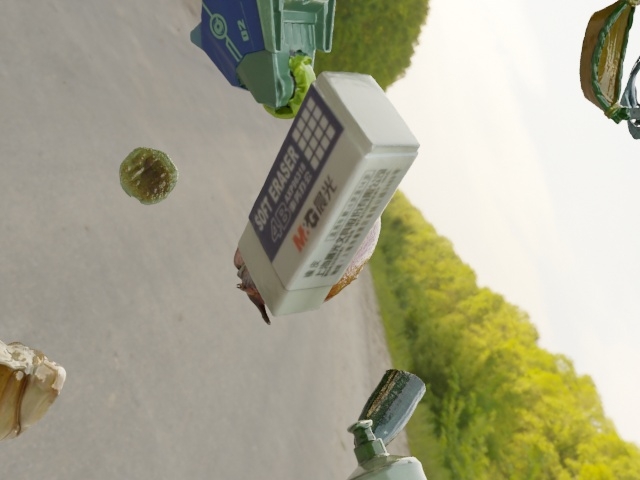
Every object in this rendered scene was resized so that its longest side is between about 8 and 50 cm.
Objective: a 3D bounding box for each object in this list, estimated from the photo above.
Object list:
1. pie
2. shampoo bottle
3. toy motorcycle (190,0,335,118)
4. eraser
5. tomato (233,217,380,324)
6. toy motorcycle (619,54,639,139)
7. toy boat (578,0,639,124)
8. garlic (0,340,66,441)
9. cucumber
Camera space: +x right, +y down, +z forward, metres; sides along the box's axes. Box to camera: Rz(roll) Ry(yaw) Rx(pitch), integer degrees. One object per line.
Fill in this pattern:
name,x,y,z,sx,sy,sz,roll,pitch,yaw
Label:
pie,-0.240,-0.091,1.063,0.084,0.084,0.020,64,3,8
shampoo bottle,0.080,0.284,0.731,0.118,0.087,0.234,66,2,-67
toy motorcycle,-0.087,-0.335,1.034,0.191,0.199,0.327,-20,119,-55
eraser,-0.001,-0.046,0.879,0.124,0.081,0.279,59,-42,30
tomato,0.001,0.006,1.265,0.170,0.309,0.309,41,14,-26
toy motorcycle,0.797,-0.343,1.728,0.206,0.154,0.260,42,-42,21
toy boat,0.475,-0.305,1.234,0.088,0.089,0.230,22,-59,44
garlic,-0.537,0.236,1.181,0.217,0.228,0.110,35,9,-31
cucumber,0.163,0.410,1.801,0.115,0.063,0.244,45,52,-7
